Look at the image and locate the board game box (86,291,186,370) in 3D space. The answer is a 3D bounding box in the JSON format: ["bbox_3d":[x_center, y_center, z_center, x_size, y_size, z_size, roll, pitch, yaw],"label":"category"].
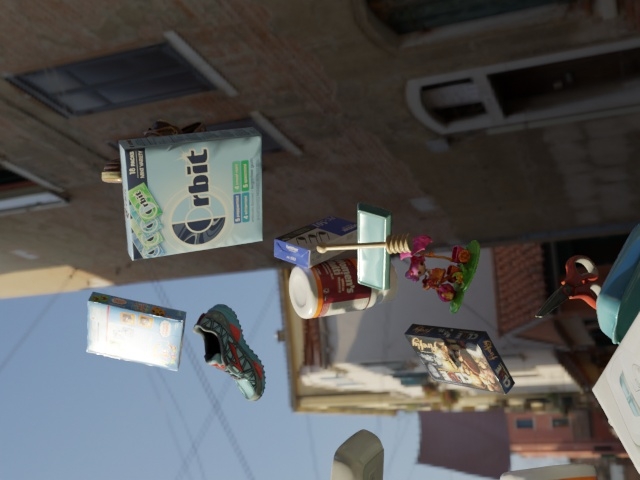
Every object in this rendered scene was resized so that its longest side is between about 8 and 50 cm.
[{"bbox_3d":[-0.412,0.205,1.833,0.039,0.211,0.160,-78,1,-53],"label":"board game box"}]

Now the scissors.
[{"bbox_3d":[0.418,0.078,1.409,0.297,0.021,0.109,-1,-114,-47],"label":"scissors"}]

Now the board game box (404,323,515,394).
[{"bbox_3d":[0.331,0.282,1.977,0.042,0.243,0.165,-45,-66,-28],"label":"board game box"}]

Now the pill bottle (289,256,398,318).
[{"bbox_3d":[0.052,0.100,1.817,0.221,0.121,0.121,-6,-90,-26],"label":"pill bottle"}]

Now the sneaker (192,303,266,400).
[{"bbox_3d":[-0.239,0.298,2.057,0.125,0.104,0.262,-30,-88,-48],"label":"sneaker"}]

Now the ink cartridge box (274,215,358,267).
[{"bbox_3d":[0.000,0.000,1.816,0.207,0.097,0.046,-23,-56,-50],"label":"ink cartridge box"}]

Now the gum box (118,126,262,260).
[{"bbox_3d":[-0.170,-0.064,1.103,0.041,0.184,0.157,-134,41,-57],"label":"gum box"}]

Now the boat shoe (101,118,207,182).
[{"bbox_3d":[-0.338,-0.194,1.734,0.342,0.123,0.123,-26,-65,-58],"label":"boat shoe"}]

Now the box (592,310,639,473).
[{"bbox_3d":[0.467,0.125,0.868,0.127,0.261,0.231,-109,23,-46],"label":"box"}]

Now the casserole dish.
[{"bbox_3d":[0.420,0.052,1.111,0.188,0.037,0.114,-56,-37,-21],"label":"casserole dish"}]

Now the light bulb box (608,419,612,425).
[{"bbox_3d":[0.693,0.222,1.339,0.358,0.225,0.361,39,-135,-8],"label":"light bulb box"}]

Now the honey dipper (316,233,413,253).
[{"bbox_3d":[0.068,0.009,1.308,0.030,0.160,0.031,16,-108,-63],"label":"honey dipper"}]

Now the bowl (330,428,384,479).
[{"bbox_3d":[0.073,0.425,1.489,0.142,0.053,0.142,-17,-69,-60],"label":"bowl"}]

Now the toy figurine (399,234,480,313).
[{"bbox_3d":[0.249,0.058,1.826,0.130,0.159,0.173,172,115,-83],"label":"toy figurine"}]

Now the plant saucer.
[{"bbox_3d":[0.096,0.016,1.502,0.018,0.067,0.192,-53,-28,-43],"label":"plant saucer"}]

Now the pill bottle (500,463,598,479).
[{"bbox_3d":[0.547,0.717,1.857,0.224,0.224,0.392,37,-136,-62],"label":"pill bottle"}]
